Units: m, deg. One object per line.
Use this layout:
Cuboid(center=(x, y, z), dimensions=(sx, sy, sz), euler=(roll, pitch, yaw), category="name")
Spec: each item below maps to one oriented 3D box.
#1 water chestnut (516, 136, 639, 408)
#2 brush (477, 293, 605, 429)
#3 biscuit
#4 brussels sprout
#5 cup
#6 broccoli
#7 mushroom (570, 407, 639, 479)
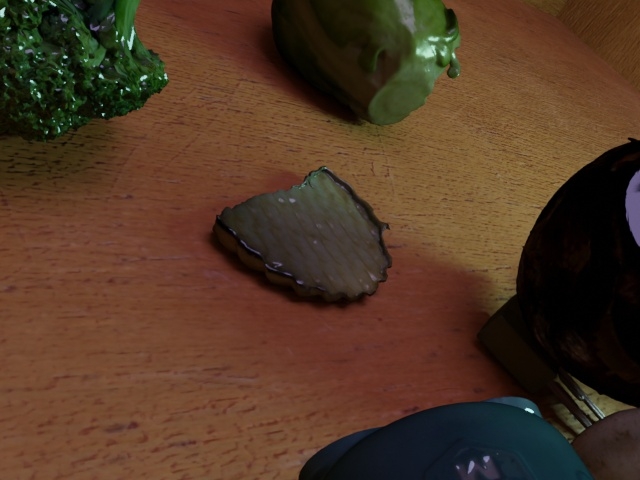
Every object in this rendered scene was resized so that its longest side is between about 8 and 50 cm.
Cuboid(center=(0.395, 0.040, 0.876), dimensions=(0.334, 0.347, 0.336), euler=(2, 82, -14), category="water chestnut")
Cuboid(center=(0.307, 0.179, 0.893), dimensions=(0.233, 0.047, 0.103), euler=(48, 31, 11), category="brush")
Cuboid(center=(0.000, 0.000, 0.854), dimensions=(0.187, 0.036, 0.273), euler=(44, 33, 14), category="biscuit")
Cuboid(center=(0.069, -0.384, 1.215), dimensions=(0.314, 0.276, 0.371), euler=(24, 38, -40), category="brussels sprout")
Cuboid(center=(0.079, 0.257, 0.452), dimensions=(0.289, 0.219, 0.258), euler=(-12, 46, -9), category="cup")
Cuboid(center=(-0.305, -0.262, 0.681), dimensions=(0.309, 0.321, 0.413), euler=(0, 16, -6), category="broccoli")
Cuboid(center=(0.400, 0.259, 0.740), dimensions=(0.253, 0.189, 0.195), euler=(34, 35, -5), category="mushroom")
